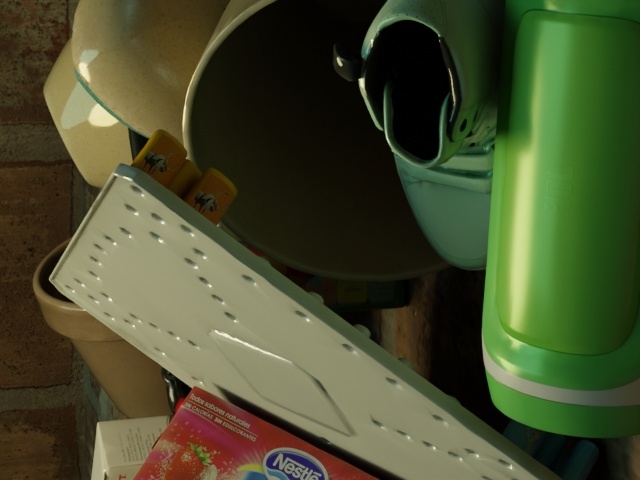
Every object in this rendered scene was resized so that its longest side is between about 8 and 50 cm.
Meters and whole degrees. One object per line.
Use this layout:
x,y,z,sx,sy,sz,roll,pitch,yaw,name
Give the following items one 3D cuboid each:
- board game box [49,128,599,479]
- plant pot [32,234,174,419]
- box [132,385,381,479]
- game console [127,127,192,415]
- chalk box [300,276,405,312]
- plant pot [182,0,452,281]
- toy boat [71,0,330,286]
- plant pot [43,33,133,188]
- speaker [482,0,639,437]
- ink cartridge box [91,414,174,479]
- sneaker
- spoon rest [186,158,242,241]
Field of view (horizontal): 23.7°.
-0.018,0.093,1.178,0.050,0.390,0.390,-56,7,-19,board game box
-0.233,0.116,2.080,0.263,0.263,0.229,-126,18,-61,plant pot
-0.021,0.241,1.265,0.257,0.123,0.128,23,160,30,box
-0.107,0.058,1.607,0.342,0.060,0.386,45,-152,-57,game console
0.000,0.000,1.422,0.213,0.132,0.132,-167,76,-74,chalk box
0.040,-0.153,1.150,0.274,0.256,0.256,-85,5,-51,plant pot
-0.084,-0.097,1.271,0.148,0.267,0.318,-28,77,45,toy boat
-0.220,-0.165,1.835,0.284,0.191,0.284,155,90,-88,plant pot
0.164,-0.042,0.890,0.131,0.131,0.296,-138,48,-67,speaker
-0.188,0.299,1.954,0.086,0.203,0.148,-111,25,-45,ink cartridge box
0.069,-0.058,0.944,0.151,0.094,0.256,-61,-31,-49,sneaker
-0.115,-0.082,1.427,0.137,0.084,0.276,142,126,-70,spoon rest
